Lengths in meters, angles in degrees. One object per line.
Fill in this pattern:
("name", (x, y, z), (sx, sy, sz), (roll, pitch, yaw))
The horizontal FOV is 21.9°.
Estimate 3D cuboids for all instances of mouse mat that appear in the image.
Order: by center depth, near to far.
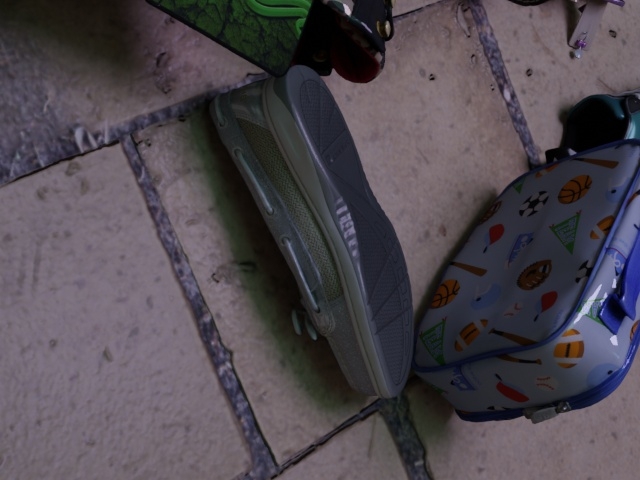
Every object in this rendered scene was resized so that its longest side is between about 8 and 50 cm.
("mouse mat", (-0.061, -0.235, 1.371), (0.190, 0.007, 0.152), (25, 83, -50))

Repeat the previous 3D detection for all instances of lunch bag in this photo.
("lunch bag", (0.232, 0.045, 1.611), (0.115, 0.243, 0.303), (46, 52, -24))

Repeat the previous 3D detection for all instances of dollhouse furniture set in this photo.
("dollhouse furniture set", (0.269, -0.262, 1.883), (0.114, 0.091, 0.081), (16, 110, -16))

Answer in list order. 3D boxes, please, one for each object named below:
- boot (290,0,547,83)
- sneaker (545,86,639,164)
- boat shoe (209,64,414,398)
("boot", (0.072, -0.274, 1.619), (0.377, 0.138, 0.284), (35, 57, -26))
("sneaker", (0.355, -0.131, 1.859), (0.302, 0.108, 0.121), (-46, 114, -38))
("boat shoe", (-0.001, 0.000, 1.523), (0.320, 0.103, 0.118), (67, 28, -14))
